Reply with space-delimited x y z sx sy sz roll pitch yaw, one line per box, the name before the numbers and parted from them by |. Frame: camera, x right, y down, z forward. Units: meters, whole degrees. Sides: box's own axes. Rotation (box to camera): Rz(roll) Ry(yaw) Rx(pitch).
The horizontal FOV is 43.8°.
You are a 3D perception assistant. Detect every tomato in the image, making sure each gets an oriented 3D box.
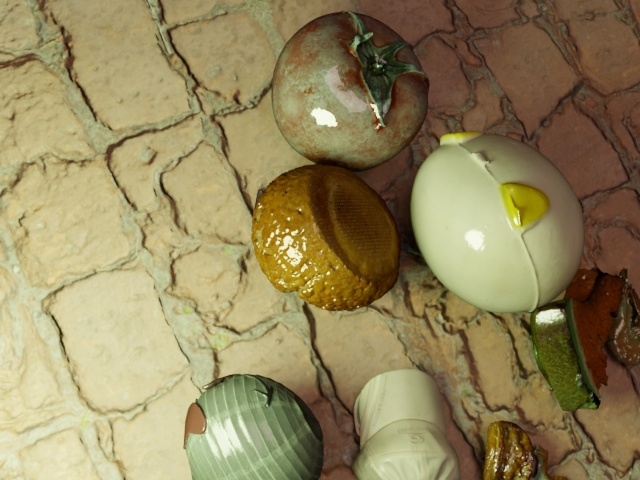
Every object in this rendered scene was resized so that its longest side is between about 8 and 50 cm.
tomato | 0.056 -0.290 1.570 0.317 0.282 0.316 11 63 -23

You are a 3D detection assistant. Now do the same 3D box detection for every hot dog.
hot dog | 0.361 0.425 1.551 0.099 0.065 0.147 19 67 -17

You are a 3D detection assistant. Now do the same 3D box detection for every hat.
hat | 0.178 0.362 1.486 0.220 0.164 0.225 3 94 -15

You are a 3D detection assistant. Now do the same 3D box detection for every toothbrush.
toothbrush | 0.162 0.005 1.653 0.220 0.016 0.019 21 68 -8

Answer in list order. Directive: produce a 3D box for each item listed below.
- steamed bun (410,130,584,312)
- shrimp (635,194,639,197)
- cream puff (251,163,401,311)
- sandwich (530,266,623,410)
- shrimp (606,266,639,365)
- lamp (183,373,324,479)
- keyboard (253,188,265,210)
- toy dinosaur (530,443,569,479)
steamed bun | 0.334 -0.037 1.532 0.334 0.333 0.374 -13 40 -18
shrimp | 0.815 -0.084 1.828 0.190 0.075 0.073 12 103 0
cream puff | 0.000 0.000 1.500 0.303 0.212 0.303 28 48 -36
sandwich | 0.510 0.169 1.629 0.301 0.162 0.250 -46 121 -38
shrimp | 0.664 0.164 1.721 0.115 0.051 0.217 7 71 -19
lamp | -0.118 0.348 1.355 0.233 0.265 0.233 -13 48 15
keyboard | -0.056 -0.065 1.620 0.155 0.010 0.053 13 71 -11
toy dinosaur | 0.472 0.519 1.568 0.212 0.057 0.142 44 48 -11
